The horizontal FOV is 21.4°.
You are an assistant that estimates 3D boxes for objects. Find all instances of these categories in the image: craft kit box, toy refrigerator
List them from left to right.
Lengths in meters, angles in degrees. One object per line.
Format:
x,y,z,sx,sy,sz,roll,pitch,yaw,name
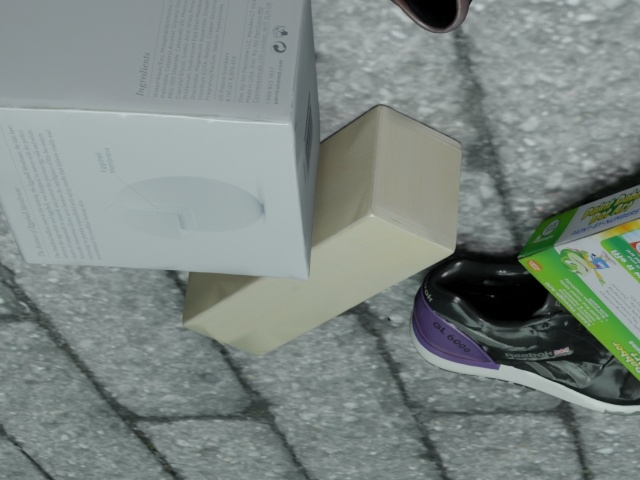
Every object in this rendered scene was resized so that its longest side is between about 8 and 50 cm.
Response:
0.000,0.000,1.395,0.094,0.102,0.269,23,146,-28,toy refrigerator
0.318,0.057,1.340,0.250,0.061,0.246,44,150,-13,craft kit box

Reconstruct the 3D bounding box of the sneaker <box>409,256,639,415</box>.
0.222,0.078,1.476,0.283,0.107,0.124,7,155,-1,sneaker

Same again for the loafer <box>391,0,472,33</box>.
0.018,-0.233,0.979,0.109,0.095,0.302,-13,145,31,loafer

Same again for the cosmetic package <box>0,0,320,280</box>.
-0.119,-0.086,1.226,0.224,0.138,0.224,3,151,4,cosmetic package
